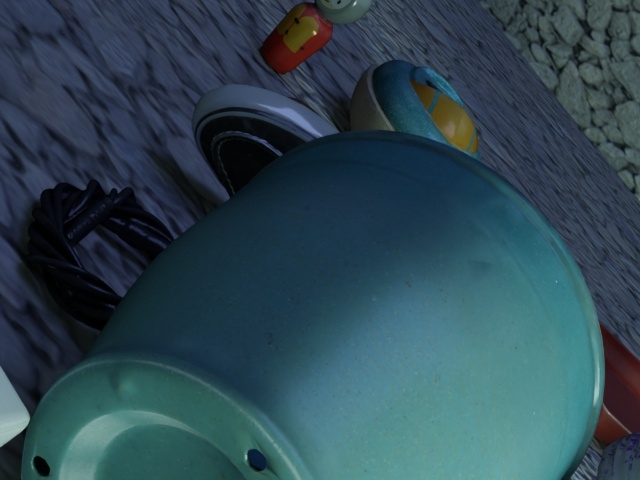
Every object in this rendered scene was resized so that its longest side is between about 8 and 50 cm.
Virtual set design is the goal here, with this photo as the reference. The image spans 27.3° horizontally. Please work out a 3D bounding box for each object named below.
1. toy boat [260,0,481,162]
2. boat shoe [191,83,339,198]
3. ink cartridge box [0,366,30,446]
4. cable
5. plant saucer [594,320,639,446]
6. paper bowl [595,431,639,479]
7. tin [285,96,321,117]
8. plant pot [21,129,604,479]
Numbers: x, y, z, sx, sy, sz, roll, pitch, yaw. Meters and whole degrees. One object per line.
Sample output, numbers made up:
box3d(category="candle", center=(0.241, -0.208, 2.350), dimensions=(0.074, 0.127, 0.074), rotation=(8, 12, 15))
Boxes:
box3d(category="toy boat", center=(0.084, -0.174, 1.549), dimensions=(0.318, 0.148, 0.267), rotation=(42, 19, -22))
box3d(category="boat shoe", center=(-0.003, 0.002, 1.122), dimensions=(0.306, 0.113, 0.105), rotation=(52, 34, -30))
box3d(category="ink cartridge box", center=(-0.316, -0.018, 0.536), dimensions=(0.324, 0.071, 0.330), rotation=(56, 24, 13))
box3d(category="cable", center=(-0.131, 0.015, 0.905), dimensions=(0.184, 0.047, 0.150), rotation=(16, 39, -57))
box3d(category="plant saucer", center=(0.394, 0.217, 1.679), dimensions=(0.259, 0.048, 0.258), rotation=(41, 22, -23))
box3d(category="paper bowl", center=(0.242, 0.258, 0.829), dimensions=(0.284, 0.148, 0.284), rotation=(47, 31, -40))
box3d(category="tin", center=(0.010, -0.071, 1.382), dimensions=(0.190, 0.040, 0.106), rotation=(53, 24, 6))
box3d(category="plant pot", center=(-0.016, 0.101, 0.724), dimensions=(0.272, 0.271, 0.255), rotation=(52, 35, 4))
